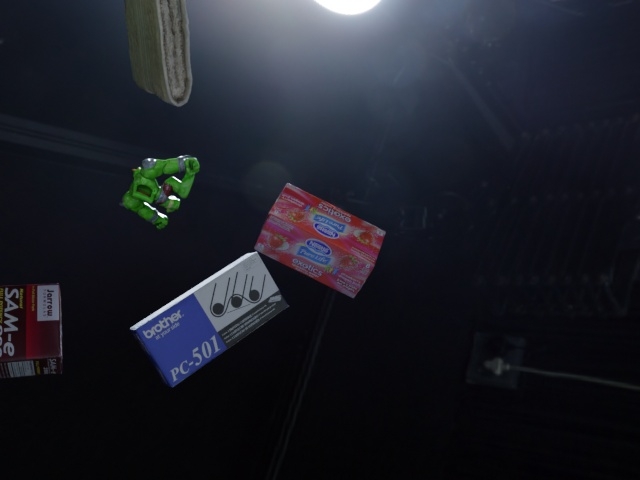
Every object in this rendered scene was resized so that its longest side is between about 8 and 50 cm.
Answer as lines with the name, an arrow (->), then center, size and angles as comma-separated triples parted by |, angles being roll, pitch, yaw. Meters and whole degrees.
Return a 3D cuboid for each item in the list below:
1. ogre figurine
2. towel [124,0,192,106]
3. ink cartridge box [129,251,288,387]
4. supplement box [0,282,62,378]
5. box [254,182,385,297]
ogre figurine -> -0.354, -0.113, 1.416 | 0.118, 0.197, 0.096 | 16, -124, -34
towel -> -0.236, -0.343, 0.914 | 0.049, 0.187, 0.282 | -12, -64, -26
ink cartridge box -> -0.157, 0.111, 0.938 | 0.207, 0.046, 0.097 | -34, -80, -25
supplement box -> -0.520, 0.141, 0.983 | 0.240, 0.073, 0.130 | -2, -122, -21
box -> 0.000, 0.000, 1.460 | 0.257, 0.122, 0.128 | 27, -139, -2
